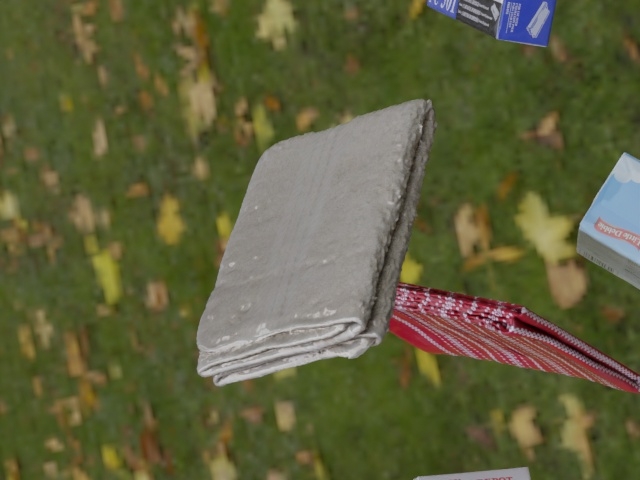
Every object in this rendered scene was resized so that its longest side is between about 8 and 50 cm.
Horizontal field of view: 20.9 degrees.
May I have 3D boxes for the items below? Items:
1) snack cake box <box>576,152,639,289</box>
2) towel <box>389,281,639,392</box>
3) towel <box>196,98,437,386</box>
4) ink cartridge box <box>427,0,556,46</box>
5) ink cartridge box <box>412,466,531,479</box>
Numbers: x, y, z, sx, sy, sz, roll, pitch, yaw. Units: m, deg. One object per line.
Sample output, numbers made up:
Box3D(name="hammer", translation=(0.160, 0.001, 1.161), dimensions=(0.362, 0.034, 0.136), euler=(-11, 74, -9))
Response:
Box3D(name="snack cake box", translation=(0.379, 0.030, 1.656), dimensions=(0.264, 0.089, 0.152), euler=(31, 175, 11))
Box3D(name="towel", translation=(0.147, 0.089, 1.645), dimensions=(0.275, 0.199, 0.031), euler=(10, 76, 49))
Box3D(name="towel", translation=(0.000, 0.000, 1.497), dimensions=(0.049, 0.187, 0.282), euler=(50, -139, -33))
Box3D(name="ink cartridge box", translation=(0.141, -0.221, 1.406), dimensions=(0.207, 0.046, 0.097), euler=(-127, 45, -71))
Box3D(name="ink cartridge box", translation=(0.140, 0.263, 1.528), dimensions=(0.060, 0.104, 0.180), euler=(88, 176, -47))
